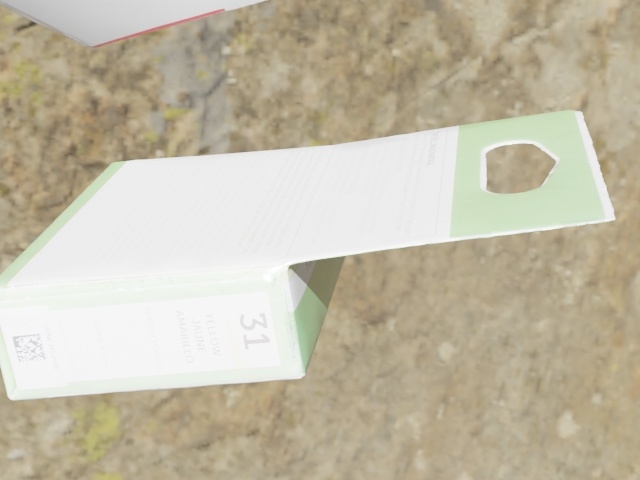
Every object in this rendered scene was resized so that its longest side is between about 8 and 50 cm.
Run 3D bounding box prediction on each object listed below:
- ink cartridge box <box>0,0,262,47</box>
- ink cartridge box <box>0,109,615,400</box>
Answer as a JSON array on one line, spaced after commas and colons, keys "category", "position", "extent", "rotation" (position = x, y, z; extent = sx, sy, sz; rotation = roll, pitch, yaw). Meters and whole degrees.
[{"category": "ink cartridge box", "position": [-0.073, -0.233, 0.566], "extent": [0.100, 0.172, 0.237], "rotation": [21, 67, -54]}, {"category": "ink cartridge box", "position": [0.000, 0.000, 0.509], "extent": [0.171, 0.235, 0.056], "rotation": [-69, 153, -69]}]
